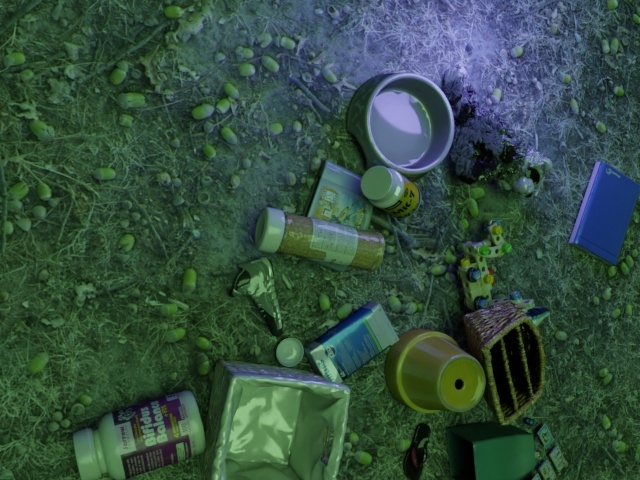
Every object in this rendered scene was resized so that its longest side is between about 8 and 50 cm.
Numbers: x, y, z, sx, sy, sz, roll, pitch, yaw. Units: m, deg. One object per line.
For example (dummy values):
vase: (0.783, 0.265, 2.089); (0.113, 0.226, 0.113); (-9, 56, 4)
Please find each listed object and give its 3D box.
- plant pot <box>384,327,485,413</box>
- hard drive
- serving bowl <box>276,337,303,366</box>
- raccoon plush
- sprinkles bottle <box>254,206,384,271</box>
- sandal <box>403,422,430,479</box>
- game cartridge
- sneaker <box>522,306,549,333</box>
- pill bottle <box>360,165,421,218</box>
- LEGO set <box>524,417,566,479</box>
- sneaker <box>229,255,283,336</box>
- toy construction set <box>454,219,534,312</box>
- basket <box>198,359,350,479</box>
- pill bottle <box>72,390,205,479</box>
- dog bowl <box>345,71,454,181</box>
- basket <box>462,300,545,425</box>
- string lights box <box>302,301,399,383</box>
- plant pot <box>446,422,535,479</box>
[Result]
plant pot: (0.355, 0.404, 1.821); (0.253, 0.239, 0.254); (0, 90, -20)
hard drive: (1.028, -0.095, 2.192); (0.210, 0.040, 0.319); (25, 81, -19)
serving bowl: (-0.091, 0.321, 1.760); (0.083, 0.027, 0.083); (0, 90, -21)
raccoon plush: (0.585, -0.350, 1.950); (0.299, 0.216, 0.447); (0, 82, -39)
sprinkles bottle: (0.000, 0.000, 1.693); (0.355, 0.121, 0.121); (11, 85, -21)
sandal: (0.308, 0.664, 1.904); (0.067, 0.040, 0.179); (18, 83, -20)
game cartridge: (0.049, -0.068, 1.806); (0.198, 0.062, 0.297); (21, 82, -16)
sneaker: (0.692, 0.290, 2.050); (0.190, 0.071, 0.083); (-25, 105, -11)
pill bottle: (0.205, -0.142, 1.780); (0.208, 0.119, 0.119); (20, 81, -58)
LEGO set: (0.727, 0.726, 2.077); (0.182, 0.060, 0.244); (-39, 107, -26)
sneaker: (-0.186, 0.166, 1.703); (0.132, 0.086, 0.229); (-10, 83, -16)
toy construction set: (0.547, 0.111, 1.955); (0.215, 0.151, 0.328); (-25, 93, -27)
basket: (-0.137, 0.505, 1.613); (0.331, 0.266, 0.329); (11, 85, -22)
pill bottle: (-0.457, 0.501, 1.541); (0.301, 0.169, 0.169); (-13, 94, -22)
dog bowl: (0.255, -0.350, 1.862); (0.348, 0.102, 0.349); (0, 90, -21)
basket: (0.580, 0.364, 1.836); (0.213, 0.223, 0.299); (-16, 108, 2)
string lights box: (0.091, 0.308, 1.805); (0.259, 0.076, 0.133); (-32, 100, -19)
plant pot: (0.546, 0.671, 1.923); (0.234, 0.165, 0.166); (-6, 92, -18)
